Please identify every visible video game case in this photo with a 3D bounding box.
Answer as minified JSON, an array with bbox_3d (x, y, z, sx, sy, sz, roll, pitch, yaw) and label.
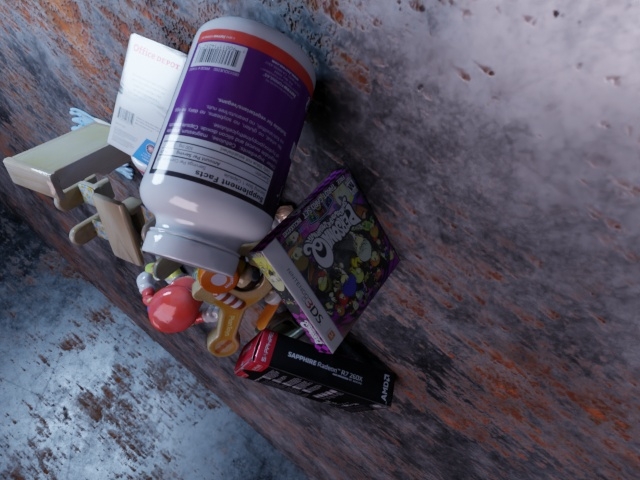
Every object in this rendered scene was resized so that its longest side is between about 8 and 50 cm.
[{"bbox_3d":[0.021,0.028,0.718,0.042,0.232,0.210,-5,123,48],"label":"video game case"}]

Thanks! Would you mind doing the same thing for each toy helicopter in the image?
[{"bbox_3d":[-0.185,0.142,1.021,0.140,0.235,0.355,-113,36,-51],"label":"toy helicopter"}]

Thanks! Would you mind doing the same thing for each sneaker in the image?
[{"bbox_3d":[-0.585,0.097,1.613,0.208,0.081,0.094,5,125,36],"label":"sneaker"}]

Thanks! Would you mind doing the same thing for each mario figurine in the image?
[{"bbox_3d":[-0.372,0.150,1.157,0.320,0.198,0.170,-21,78,63],"label":"mario figurine"}]

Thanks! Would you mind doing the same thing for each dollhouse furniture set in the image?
[{"bbox_3d":[-0.604,-0.079,1.188,0.362,0.256,0.394,18,131,22],"label":"dollhouse furniture set"}]

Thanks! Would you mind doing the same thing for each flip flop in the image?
[{"bbox_3d":[-0.118,0.244,1.252,0.277,0.112,0.080,-8,108,57],"label":"flip flop"}]

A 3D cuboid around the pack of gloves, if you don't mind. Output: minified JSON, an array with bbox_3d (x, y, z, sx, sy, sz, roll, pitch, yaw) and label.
[{"bbox_3d":[-0.653,-0.276,1.279,0.232,0.046,0.195,27,143,25],"label":"pack of gloves"}]

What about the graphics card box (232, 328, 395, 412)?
[{"bbox_3d":[-0.021,0.350,1.136,0.371,0.094,0.233,23,149,-11],"label":"graphics card box"}]

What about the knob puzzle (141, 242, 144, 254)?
[{"bbox_3d":[-0.771,-0.038,1.694,0.213,0.030,0.213,29,145,23],"label":"knob puzzle"}]

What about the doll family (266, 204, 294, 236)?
[{"bbox_3d":[-0.163,-0.084,0.893,0.263,0.118,0.163,49,150,-12],"label":"doll family"}]

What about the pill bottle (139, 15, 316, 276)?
[{"bbox_3d":[-0.131,-0.120,0.605,0.181,0.323,0.181,16,171,3],"label":"pill bottle"}]

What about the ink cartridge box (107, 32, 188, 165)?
[{"bbox_3d":[-0.286,-0.244,0.789,0.148,0.086,0.203,29,108,21],"label":"ink cartridge box"}]

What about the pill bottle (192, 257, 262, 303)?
[{"bbox_3d":[-0.248,0.094,1.175,0.136,0.136,0.246,51,147,-11],"label":"pill bottle"}]

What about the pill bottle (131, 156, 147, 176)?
[{"bbox_3d":[-0.315,-0.141,0.975,0.124,0.124,0.221,30,159,20],"label":"pill bottle"}]
